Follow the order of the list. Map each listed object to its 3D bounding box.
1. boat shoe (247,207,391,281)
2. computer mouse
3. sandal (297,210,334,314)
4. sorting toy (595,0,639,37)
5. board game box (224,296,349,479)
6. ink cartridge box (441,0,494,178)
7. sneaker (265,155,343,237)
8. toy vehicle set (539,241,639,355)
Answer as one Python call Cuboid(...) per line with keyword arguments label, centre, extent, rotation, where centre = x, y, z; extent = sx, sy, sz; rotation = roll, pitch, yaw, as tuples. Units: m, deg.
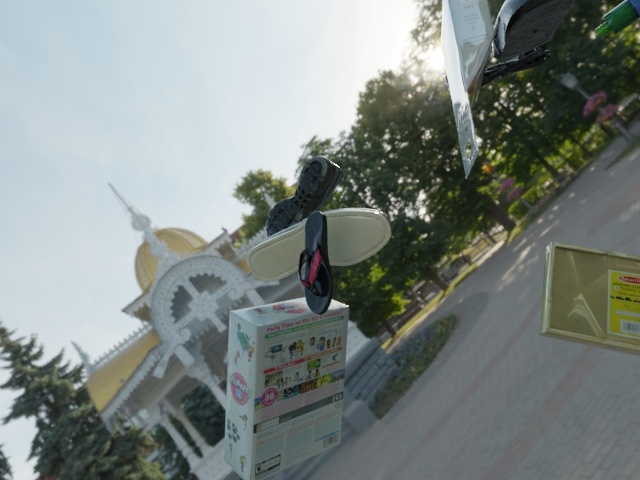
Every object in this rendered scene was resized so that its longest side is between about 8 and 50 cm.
Cuboid(label="boat shoe", centre=(0.000, 0.000, 0.976), extent=(0.324, 0.117, 0.097), rotation=(-20, 13, 28))
Cuboid(label="computer mouse", centre=(0.281, -0.320, 0.748), extent=(0.184, 0.060, 0.262), rotation=(-20, -8, 16))
Cuboid(label="sandal", centre=(-0.015, 0.036, 0.795), extent=(0.040, 0.179, 0.067), rotation=(12, -23, -42))
Cuboid(label="sorting toy", centre=(0.438, -0.145, 0.537), extent=(0.126, 0.366, 0.127), rotation=(-35, -15, 36))
Cuboid(label="board game box", centre=(-0.063, 0.275, 0.919), extent=(0.224, 0.097, 0.303), rotation=(-5, -76, -41))
Cuboid(label="ink cartridge box", centre=(0.214, -0.216, 0.663), extent=(0.056, 0.225, 0.181), rotation=(-12, -6, 12))
Cuboid(label="sneaker", centre=(-0.036, -0.088, 1.205), extent=(0.267, 0.101, 0.106), rotation=(-50, -28, 21))
Cuboid(label="toy vehicle set", centre=(0.520, 0.106, 0.799), extent=(0.035, 0.266, 0.166), rotation=(70, -147, -66))
